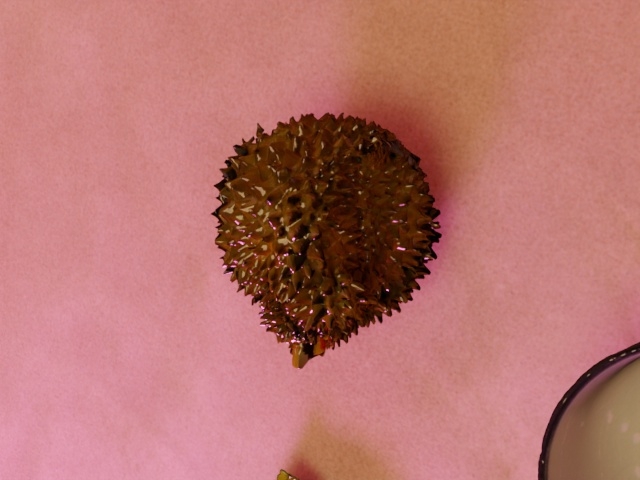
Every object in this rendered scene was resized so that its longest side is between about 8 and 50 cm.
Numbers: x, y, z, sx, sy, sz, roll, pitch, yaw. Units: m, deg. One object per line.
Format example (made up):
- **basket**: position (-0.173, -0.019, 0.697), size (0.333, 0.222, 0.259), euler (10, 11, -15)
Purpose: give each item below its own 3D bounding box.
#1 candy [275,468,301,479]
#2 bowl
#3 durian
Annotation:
- **candy**: position (0.016, 0.424, 1.560), size (0.246, 0.069, 0.149), euler (38, 117, 15)
- **bowl**: position (0.417, 0.235, 1.196), size (0.353, 0.185, 0.354), euler (9, 108, 29)
- **durian**: position (0.005, -0.008, 1.343), size (0.258, 0.258, 0.293), euler (3, 127, 30)
